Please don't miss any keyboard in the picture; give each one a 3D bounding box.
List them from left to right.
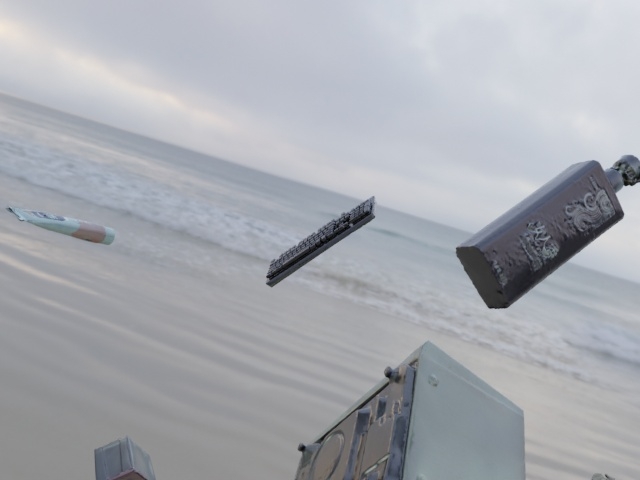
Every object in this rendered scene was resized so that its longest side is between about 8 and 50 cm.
[{"bbox_3d":[0.000,0.000,1.125,0.025,0.230,0.094,50,20,-16],"label":"keyboard"}]

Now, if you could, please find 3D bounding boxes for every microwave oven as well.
[{"bbox_3d":[0.113,0.409,1.081,0.247,0.394,0.333,33,37,-8],"label":"microwave oven"}]

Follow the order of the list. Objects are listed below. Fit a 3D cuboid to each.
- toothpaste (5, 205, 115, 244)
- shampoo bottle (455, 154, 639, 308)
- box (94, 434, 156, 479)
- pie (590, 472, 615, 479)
[{"bbox_3d":[-0.455,-0.026,1.170,0.056,0.036,0.205,29,4,32],"label":"toothpaste"},{"bbox_3d":[0.329,-0.030,0.902,0.098,0.309,0.071,58,-20,-4],"label":"shampoo bottle"},{"bbox_3d":[-0.256,0.304,0.863,0.085,0.060,0.063,68,-3,-48],"label":"box"},{"bbox_3d":[0.421,0.489,1.010,0.128,0.068,0.282,39,53,14],"label":"pie"}]
